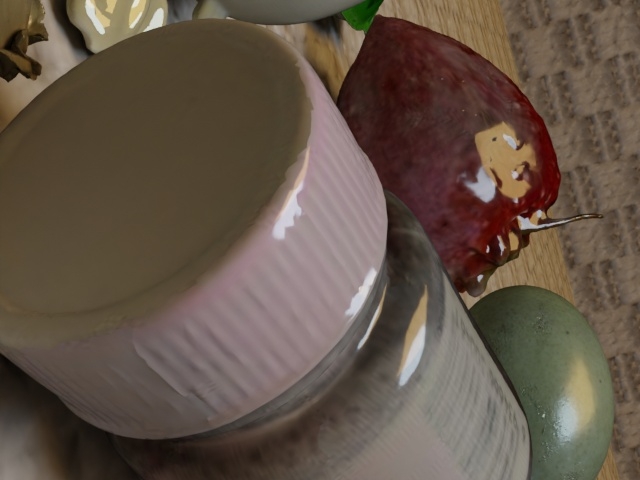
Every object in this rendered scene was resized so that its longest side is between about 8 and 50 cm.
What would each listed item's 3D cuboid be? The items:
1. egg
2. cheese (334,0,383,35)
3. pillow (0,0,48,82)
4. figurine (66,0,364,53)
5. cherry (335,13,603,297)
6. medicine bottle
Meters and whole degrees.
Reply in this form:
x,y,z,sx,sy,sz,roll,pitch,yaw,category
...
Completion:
x,y,z,sx,sy,sz,roll,pitch,yaw,category
0.208,0.157,1.038,0.169,0.169,0.236,49,38,-55,egg
0.001,-0.322,0.906,0.204,0.083,0.320,-82,155,-45,cheese
-0.153,-0.110,0.333,0.208,0.053,0.119,-27,106,-72,pillow
-0.079,-0.230,0.497,0.394,0.226,0.274,35,73,-57,figurine
0.102,-0.079,0.883,0.249,0.192,0.175,62,-17,-11,cherry
-0.016,0.049,0.456,0.273,0.165,0.165,54,28,-45,medicine bottle
